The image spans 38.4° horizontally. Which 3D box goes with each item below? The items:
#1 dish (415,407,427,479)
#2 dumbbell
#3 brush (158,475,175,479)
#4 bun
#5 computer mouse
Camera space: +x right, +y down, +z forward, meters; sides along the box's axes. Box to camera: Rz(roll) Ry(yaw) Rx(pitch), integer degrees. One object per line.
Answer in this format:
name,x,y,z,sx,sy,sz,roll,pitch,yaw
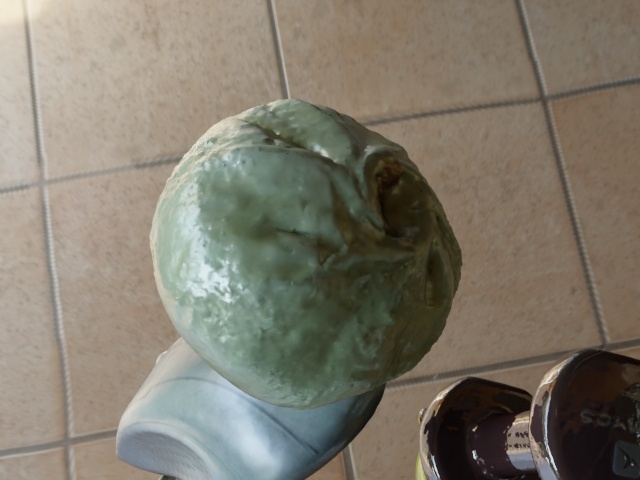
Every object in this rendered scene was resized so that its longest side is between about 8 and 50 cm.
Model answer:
dish,0.192,0.327,1.105,0.108,0.221,0.262,-45,71,13
dumbbell,0.189,0.170,0.782,0.140,0.225,0.124,14,70,-17
brush,-0.212,0.323,0.982,0.030,0.033,0.179,28,85,31
bun,0.000,0.000,0.536,0.195,0.118,0.196,21,55,-34
computer mouse,-0.087,0.131,0.845,0.188,0.371,0.122,-44,103,-30
